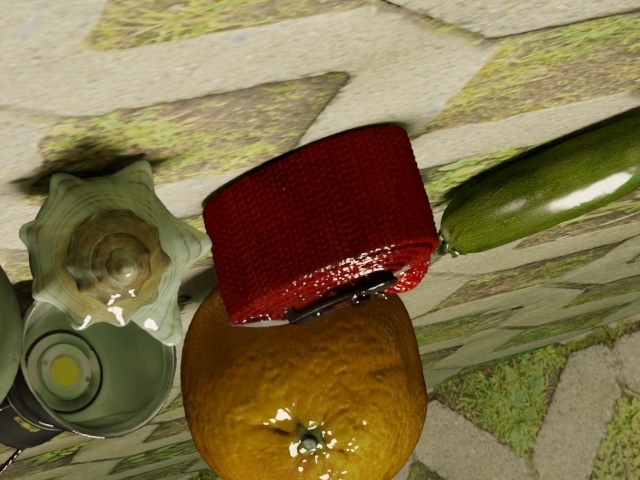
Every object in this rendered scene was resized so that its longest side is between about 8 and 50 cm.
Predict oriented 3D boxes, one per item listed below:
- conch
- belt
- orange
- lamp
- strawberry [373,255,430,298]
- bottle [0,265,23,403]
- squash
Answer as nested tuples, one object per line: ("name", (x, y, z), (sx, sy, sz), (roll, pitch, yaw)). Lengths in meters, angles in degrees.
("conch", (-0.135, 0.008, 1.340), (0.114, 0.137, 0.234), (-45, 175, 7))
("belt", (0.000, 0.000, 1.500), (0.201, 0.124, 0.128), (-26, 165, 36))
("orange", (-0.014, 0.136, 1.818), (0.264, 0.264, 0.264), (-17, 170, -3))
("lamp", (-0.238, 0.119, 1.711), (0.172, 0.147, 0.227), (-52, -167, -30))
("strawberry", (0.055, -0.002, 1.665), (0.106, 0.106, 0.106), (-17, 170, -3))
("bottle", (-0.322, 0.101, 1.368), (0.168, 0.168, 0.347), (-13, 168, -22))
("squash", (0.216, -0.053, 1.730), (0.318, 0.071, 0.080), (-27, -155, 30))
